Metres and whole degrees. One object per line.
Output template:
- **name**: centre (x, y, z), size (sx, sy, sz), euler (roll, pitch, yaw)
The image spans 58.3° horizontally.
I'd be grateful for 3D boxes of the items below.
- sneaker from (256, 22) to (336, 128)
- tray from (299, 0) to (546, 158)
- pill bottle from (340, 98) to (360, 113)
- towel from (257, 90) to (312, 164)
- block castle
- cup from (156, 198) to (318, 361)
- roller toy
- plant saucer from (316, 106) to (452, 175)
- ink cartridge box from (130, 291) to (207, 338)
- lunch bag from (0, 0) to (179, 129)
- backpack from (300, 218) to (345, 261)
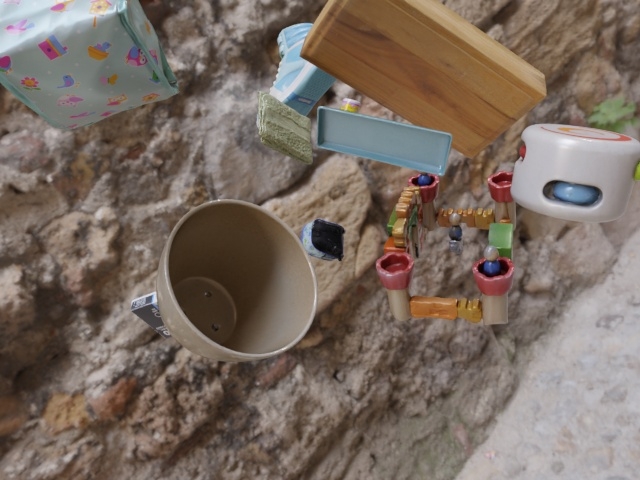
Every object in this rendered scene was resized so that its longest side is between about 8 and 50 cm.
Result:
- **sneaker**: centre (-0.088, -0.467, 1.615), size (0.319, 0.208, 0.127), euler (-38, -26, 26)
- **tray**: centre (0.189, -0.322, 1.063), size (0.203, 0.410, 0.076), euler (-44, 26, 48)
- **pill bottle**: centre (0.066, -0.298, 1.390), size (0.043, 0.083, 0.043), euler (15, 9, -2)
- **towel**: centre (-0.065, -0.210, 1.086), size (0.027, 0.148, 0.110), euler (-19, 64, 33)
- **block castle**: centre (0.322, -0.017, 1.394), size (0.302, 0.213, 0.453), euler (2, 36, 21)
- **cup**: centre (-0.205, 0.115, 1.198), size (0.237, 0.331, 0.331), euler (-38, 11, 46)
- **roller toy**: centre (0.427, -0.113, 0.979), size (0.191, 0.146, 0.209), euler (-4, 22, -25)
- **plant saucer**: centre (0.087, -0.143, 0.807), size (0.192, 0.067, 0.018), euler (16, 43, 15)
- **ink cartridge box**: centre (-0.364, 0.199, 1.552), size (0.206, 0.208, 0.045), euler (-21, 45, 19)
- **lunch bag**: centre (-0.364, -0.286, 0.906), size (0.223, 0.160, 0.262), euler (-21, -19, -2)
- **backpack**: centre (0.000, 0.000, 1.569), size (0.084, 0.114, 0.105), euler (-20, 58, 47)
